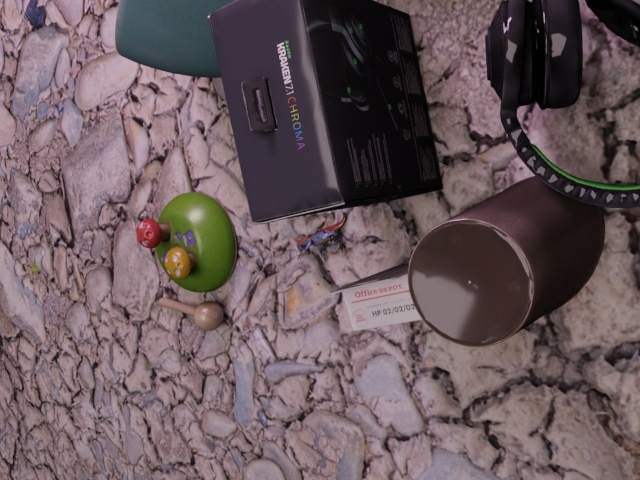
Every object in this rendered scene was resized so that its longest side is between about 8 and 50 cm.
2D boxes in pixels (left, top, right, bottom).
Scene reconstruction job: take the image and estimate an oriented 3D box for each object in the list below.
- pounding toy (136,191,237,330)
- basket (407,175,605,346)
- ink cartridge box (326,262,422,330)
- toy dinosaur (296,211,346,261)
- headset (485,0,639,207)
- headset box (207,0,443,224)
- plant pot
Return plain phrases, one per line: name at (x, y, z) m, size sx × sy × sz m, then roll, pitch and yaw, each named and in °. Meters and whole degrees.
pounding toy at (-0.251, 0.036, 1.053) m, size 0.183 × 0.110 × 0.237 m, roll 14°, pitch 105°, yaw 32°
basket at (0.202, 0.027, 0.672) m, size 0.154 × 0.227 × 0.204 m, roll 42°, pitch 119°, yaw 21°
ink cartridge box at (0.102, 0.068, 0.774) m, size 0.104 × 0.181 × 0.062 m, roll -17°, pitch 88°, yaw 35°
toy dinosaur at (0.000, 0.000, 0.933) m, size 0.082 × 0.047 × 0.090 m, roll 11°, pitch 71°, yaw 41°
headset at (0.285, -0.230, 0.638) m, size 0.243 × 0.185 × 0.394 m, roll -24°, pitch 95°, yaw 19°
headset box at (0.016, -0.159, 0.734) m, size 0.131 × 0.283 × 0.246 m, roll -11°, pitch 93°, yaw 35°
plant pot at (-0.126, -0.344, 0.833) m, size 0.195 × 0.290 × 0.290 m, roll 25°, pitch 116°, yaw -10°
